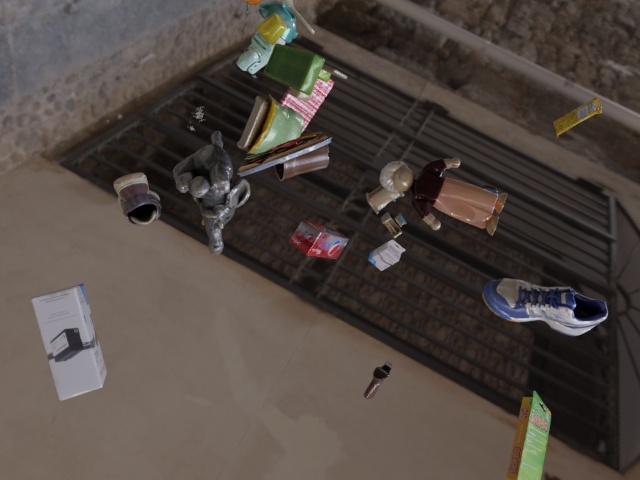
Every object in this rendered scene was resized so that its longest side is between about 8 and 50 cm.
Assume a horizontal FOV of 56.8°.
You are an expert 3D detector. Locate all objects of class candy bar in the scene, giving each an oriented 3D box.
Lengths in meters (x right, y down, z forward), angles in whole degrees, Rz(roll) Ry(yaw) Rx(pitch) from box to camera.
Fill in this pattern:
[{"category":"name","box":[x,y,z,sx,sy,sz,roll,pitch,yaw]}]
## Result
[{"category":"candy bar","box":[0.572,-0.275,1.327,0.161,0.018,0.040,143,-58,-73]}]

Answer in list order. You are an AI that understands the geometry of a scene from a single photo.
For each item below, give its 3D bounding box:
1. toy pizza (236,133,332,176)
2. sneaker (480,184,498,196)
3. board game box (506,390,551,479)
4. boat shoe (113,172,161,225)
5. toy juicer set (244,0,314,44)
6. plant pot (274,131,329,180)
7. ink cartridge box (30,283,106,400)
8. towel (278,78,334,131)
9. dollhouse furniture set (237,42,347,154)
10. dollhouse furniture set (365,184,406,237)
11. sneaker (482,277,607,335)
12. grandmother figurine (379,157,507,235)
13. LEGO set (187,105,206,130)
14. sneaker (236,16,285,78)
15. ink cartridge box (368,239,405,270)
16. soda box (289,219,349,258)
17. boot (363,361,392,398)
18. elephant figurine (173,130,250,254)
[{"category":"toy pizza","box":[-0.074,-0.174,1.159,0.201,0.032,0.201,-20,-169,4]},{"category":"sneaker","box":[0.642,-0.179,2.396,0.085,0.152,0.058,-71,142,-52]},{"category":"board game box","box":[0.522,0.516,1.476,0.039,0.124,0.259,-7,-136,43]},{"category":"boat shoe","box":[-0.451,-0.082,1.486,0.102,0.092,0.285,-16,168,-14]},{"category":"toy juicer set","box":[-0.145,-0.667,1.718,0.089,0.209,0.329,-34,-173,25]},{"category":"plant pot","box":[-0.066,-0.293,1.989,0.167,0.165,0.167,170,-90,-75]},{"category":"ink cartridge box","box":[-0.753,0.298,1.793,0.223,0.129,0.308,175,-99,-73]},{"category":"towel","box":[-0.076,-0.538,2.295,0.275,0.031,0.199,-55,148,9]},{"category":"dollhouse furniture set","box":[-0.066,-0.339,1.582,0.197,0.151,0.302,11,106,-53]},{"category":"dollhouse furniture set","box":[0.282,-0.133,2.311,0.129,0.184,0.129,-35,-165,11]},{"category":"sneaker","box":[0.543,0.141,1.425,0.131,0.296,0.112,123,-22,-61]},{"category":"grandmother figurine","box":[0.328,-0.138,1.627,0.104,0.342,0.208,78,33,-70]},{"category":"LEGO set","box":[-0.383,-0.379,1.820,0.083,0.023,0.054,-43,137,0]},{"category":"sneaker","box":[-0.196,-0.602,1.875,0.151,0.094,0.256,-41,179,-5]},{"category":"ink cartridge box","box":[0.163,0.036,1.460,0.083,0.048,0.028,-36,-158,44]},{"category":"soda box","box":[0.000,0.000,2.030,0.092,0.083,0.263,-57,157,9]},{"category":"boot","box":[0.139,0.378,1.545,0.114,0.037,0.106,-58,158,21]},{"category":"elephant figurine","box":[-0.270,-0.116,1.534,0.186,0.169,0.239,-31,143,-5]}]
